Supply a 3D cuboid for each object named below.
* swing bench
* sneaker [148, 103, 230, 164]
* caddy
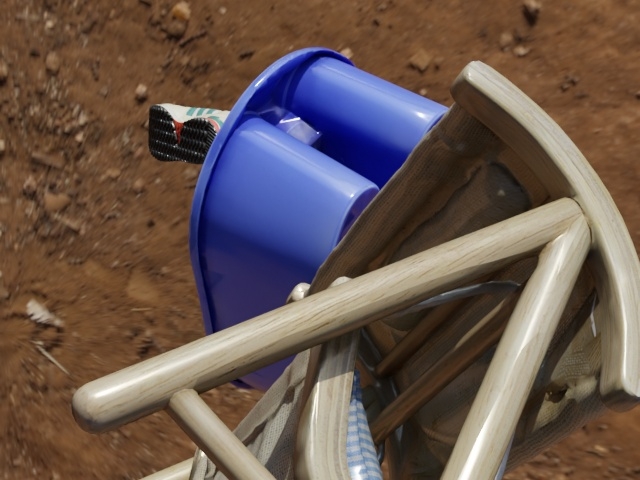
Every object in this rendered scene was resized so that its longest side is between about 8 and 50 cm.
[{"bbox_3d":[0.008,0.094,0.600,0.165,0.253,0.254,46,57,6],"label":"swing bench"},{"bbox_3d":[-0.114,-0.104,1.288,0.075,0.161,0.057,-1,100,-32],"label":"sneaker"},{"bbox_3d":[0.000,0.000,1.126,0.179,0.341,0.241,25,50,29],"label":"caddy"}]
